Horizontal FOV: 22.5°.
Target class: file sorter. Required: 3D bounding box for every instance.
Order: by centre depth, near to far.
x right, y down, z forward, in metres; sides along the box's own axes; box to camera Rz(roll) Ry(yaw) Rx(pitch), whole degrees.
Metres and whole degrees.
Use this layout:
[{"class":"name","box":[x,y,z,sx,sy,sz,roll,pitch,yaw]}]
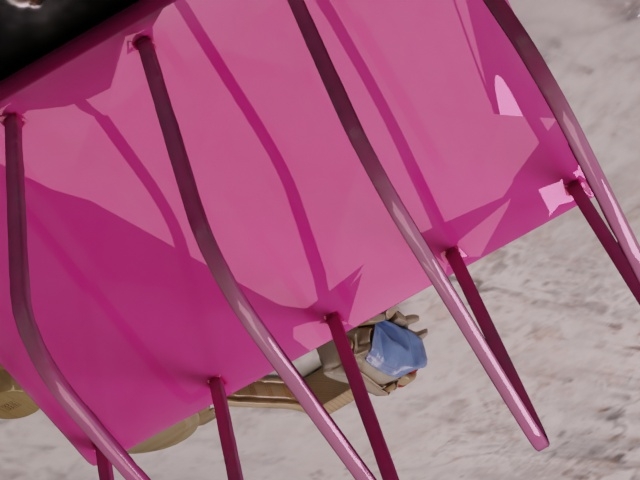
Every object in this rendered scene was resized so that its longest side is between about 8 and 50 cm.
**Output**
[{"class":"file sorter","box":[-0.020,0.017,0.680,0.290,0.182,0.202,-29,126,7]}]

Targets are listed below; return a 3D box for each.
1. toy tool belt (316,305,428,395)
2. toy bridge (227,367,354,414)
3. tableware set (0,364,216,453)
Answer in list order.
[{"class":"toy tool belt","box":[0.040,0.063,0.940,0.051,0.052,0.083,-36,145,31]},{"class":"toy bridge","box":[-0.044,0.067,0.917,0.063,0.026,0.188,-31,145,14]},{"class":"tableware set","box":[-0.113,0.069,0.853,0.168,0.020,0.141,16,138,-34]}]
